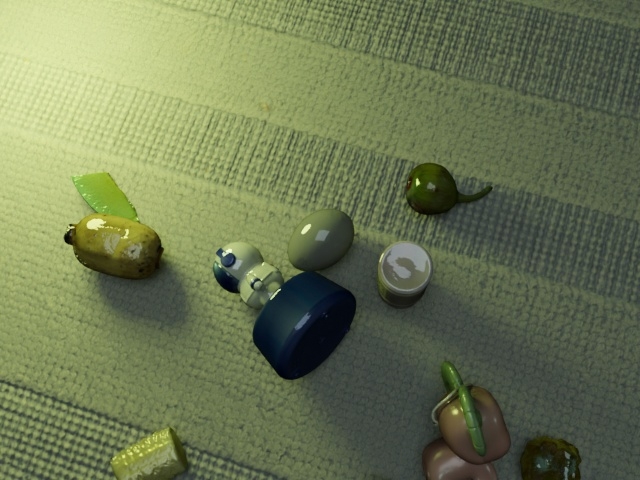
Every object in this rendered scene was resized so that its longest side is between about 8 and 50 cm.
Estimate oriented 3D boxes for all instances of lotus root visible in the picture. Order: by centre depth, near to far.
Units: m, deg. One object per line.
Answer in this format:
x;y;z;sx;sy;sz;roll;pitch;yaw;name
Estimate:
-0.562;0.014;1.783;0.284;0.146;0.160;15;69;2;lotus root

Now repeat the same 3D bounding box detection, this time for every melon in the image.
-0.595;-0.109;1.881;0.262;0.053;0.114;41;63;9;melon

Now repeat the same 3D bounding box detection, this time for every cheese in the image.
-0.430;0.561;1.655;0.167;0.094;0.123;-26;65;-8;cheese

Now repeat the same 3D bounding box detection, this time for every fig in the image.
0.353;-0.132;1.790;0.245;0.149;0.149;8;75;-14;fig

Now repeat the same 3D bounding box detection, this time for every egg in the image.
0.000;0.000;1.746;0.198;0.146;0.146;-36;75;3;egg

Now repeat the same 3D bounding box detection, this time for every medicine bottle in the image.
0.208;0.093;1.654;0.133;0.250;0.133;-1;74;4;medicine bottle

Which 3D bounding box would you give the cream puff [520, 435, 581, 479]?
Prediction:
0.560;0.542;1.588;0.146;0.116;0.146;-9;71;28;cream puff

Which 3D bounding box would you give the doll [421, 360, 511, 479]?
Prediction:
0.330;0.443;1.555;0.216;0.284;0.268;-15;100;0;doll

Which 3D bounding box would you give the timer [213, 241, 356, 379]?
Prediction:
-0.128;0.141;1.688;0.383;0.270;0.270;37;80;26;timer
